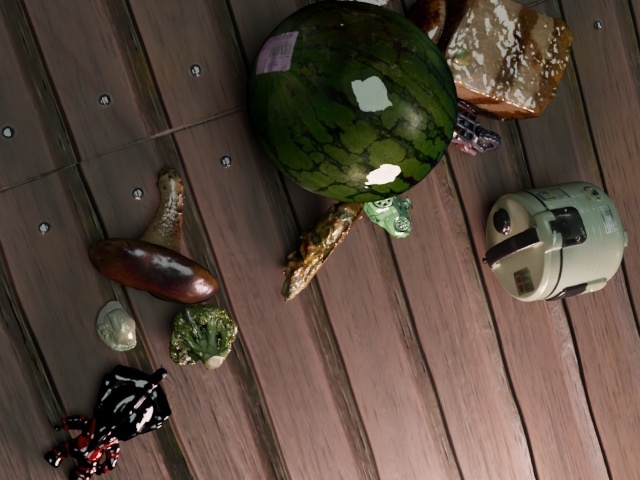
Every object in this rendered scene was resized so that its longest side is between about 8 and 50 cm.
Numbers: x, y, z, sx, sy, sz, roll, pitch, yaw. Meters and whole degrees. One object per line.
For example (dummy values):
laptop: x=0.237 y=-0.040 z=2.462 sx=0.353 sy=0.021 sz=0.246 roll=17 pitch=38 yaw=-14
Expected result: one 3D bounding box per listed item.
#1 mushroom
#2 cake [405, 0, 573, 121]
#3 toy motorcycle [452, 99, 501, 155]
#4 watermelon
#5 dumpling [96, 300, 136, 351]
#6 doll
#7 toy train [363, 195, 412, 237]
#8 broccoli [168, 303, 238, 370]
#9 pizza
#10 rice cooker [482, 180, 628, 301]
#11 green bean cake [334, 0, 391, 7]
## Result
mushroom: x=-0.255 y=-0.015 z=1.754 sx=0.227 sy=0.148 sz=0.217 roll=27 pitch=69 yaw=-28
cake: x=0.283 y=-0.355 z=1.894 sx=0.293 sy=0.199 sz=0.196 roll=21 pitch=90 yaw=-22
toy motorcycle: x=0.238 y=-0.211 z=1.945 sx=0.212 sy=0.118 sz=0.084 roll=24 pitch=66 yaw=-35
watermelon: x=0.054 y=-0.228 z=1.737 sx=0.363 sy=0.363 sz=0.363 roll=-3 pitch=97 yaw=-23
dumpling: x=-0.346 y=0.147 z=1.757 sx=0.057 sy=0.052 sz=0.076 roll=-25 pitch=115 yaw=-30
doll: x=-0.354 y=0.303 z=1.761 sx=0.248 sy=0.088 sz=0.127 roll=-49 pitch=132 yaw=-1
toy train: x=0.112 y=-0.072 z=1.913 sx=0.081 sy=0.099 sz=0.149 roll=-24 pitch=116 yaw=16
broccoli: x=-0.201 y=0.169 z=1.786 sx=0.130 sy=0.120 sz=0.131 roll=14 pitch=123 yaw=-39
pizza: x=0.000 y=0.000 z=1.853 sx=0.069 sy=0.226 sz=0.147 roll=39 pitch=35 yaw=1
rice cooker: x=0.440 y=0.003 z=1.982 sx=0.244 sy=0.226 sz=0.226 roll=-7 pitch=98 yaw=-22
green bean cake: x=0.071 y=-0.468 z=1.859 sx=0.136 sy=0.056 sz=0.135 roll=-45 pitch=111 yaw=-4
